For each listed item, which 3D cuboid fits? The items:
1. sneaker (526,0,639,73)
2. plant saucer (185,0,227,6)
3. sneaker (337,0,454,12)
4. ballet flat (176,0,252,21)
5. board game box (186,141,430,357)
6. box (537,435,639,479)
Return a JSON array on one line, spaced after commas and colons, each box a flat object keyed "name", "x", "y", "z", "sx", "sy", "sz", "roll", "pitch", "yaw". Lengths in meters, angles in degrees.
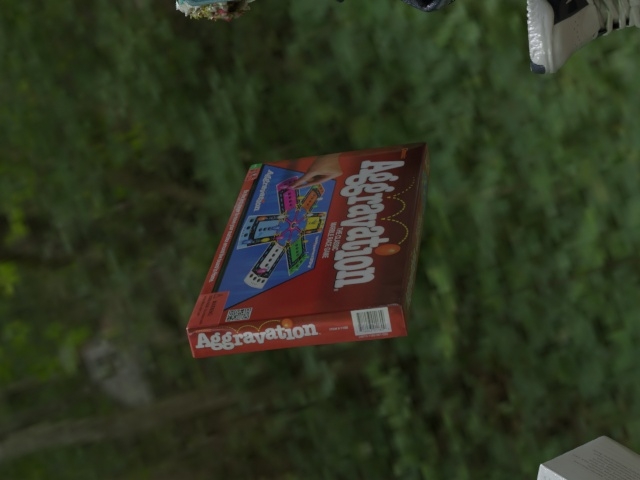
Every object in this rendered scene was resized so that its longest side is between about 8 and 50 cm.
[{"name": "sneaker", "x": 0.288, "y": -0.232, "z": 1.614, "sx": 0.235, "sy": 0.153, "sz": 0.094, "roll": -55, "pitch": -35, "yaw": -52}, {"name": "plant saucer", "x": -0.051, "y": -0.202, "z": 0.799, "sx": 0.018, "sy": 0.067, "sz": 0.192, "roll": -87, "pitch": -12, "yaw": -53}, {"name": "sneaker", "x": 0.126, "y": -0.266, "z": 1.531, "sx": 0.111, "sy": 0.299, "sz": 0.121, "roll": 110, "pitch": 156, "yaw": -72}, {"name": "ballet flat", "x": -0.071, "y": -0.238, "z": 1.410, "sx": 0.241, "sy": 0.077, "sz": 0.091, "roll": 157, "pitch": 130, "yaw": -78}, {"name": "board game box", "x": 0.000, "y": 0.000, "z": 1.224, "sx": 0.281, "sy": 0.145, "sz": 0.027, "roll": -76, "pitch": -22, "yaw": -64}, {"name": "box", "x": 0.340, "y": 0.351, "z": 1.942, "sx": 0.119, "sy": 0.182, "sz": 0.181, "roll": -16, "pitch": -57, "yaw": -40}]
